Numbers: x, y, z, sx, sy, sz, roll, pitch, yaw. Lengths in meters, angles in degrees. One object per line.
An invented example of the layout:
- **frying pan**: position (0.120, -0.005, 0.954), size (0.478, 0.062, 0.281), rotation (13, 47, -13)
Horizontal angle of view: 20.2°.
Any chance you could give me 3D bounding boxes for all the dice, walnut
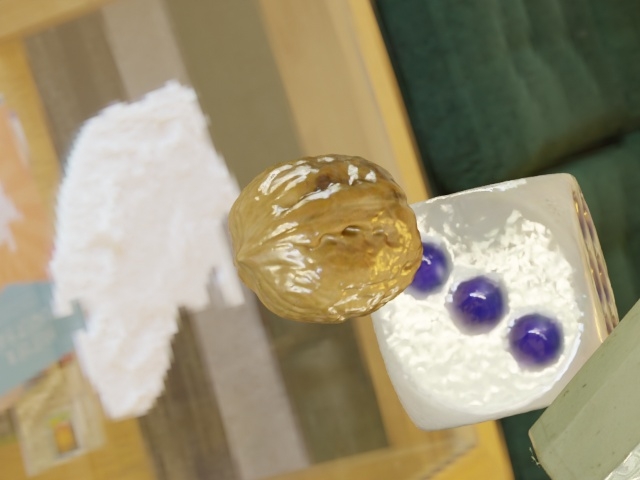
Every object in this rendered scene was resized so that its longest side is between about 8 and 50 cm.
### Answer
- **dice**: position (0.204, 0.071, 2.077), size (0.243, 0.251, 0.259), rotation (-6, 82, -74)
- **walnut**: position (0.000, 0.000, 1.629), size (0.184, 0.155, 0.155), rotation (-9, 82, -38)

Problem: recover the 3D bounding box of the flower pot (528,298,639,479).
- **flower pot**: position (0.308, 0.120, 1.298), size (0.290, 0.259, 0.290), rotation (40, 11, -9)
